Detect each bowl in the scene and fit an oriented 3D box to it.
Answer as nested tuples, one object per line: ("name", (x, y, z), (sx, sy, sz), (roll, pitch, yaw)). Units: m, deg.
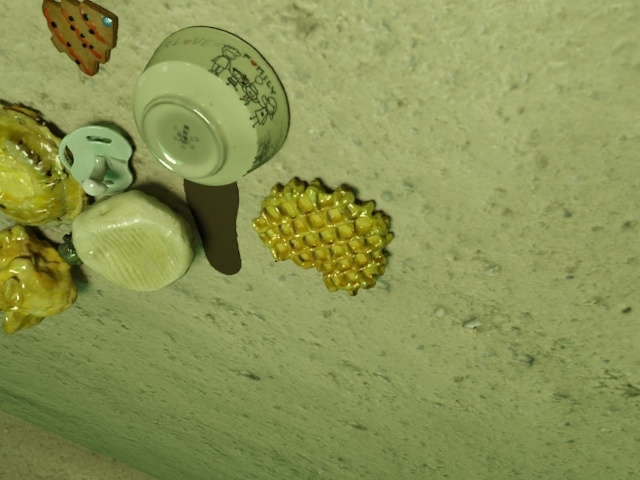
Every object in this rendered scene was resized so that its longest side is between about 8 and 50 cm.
("bowl", (-0.178, -0.176, 0.691), (0.237, 0.126, 0.238), (10, 133, 11))

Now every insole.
("insole", (-0.205, -0.047, 0.903), (0.111, 0.007, 0.328), (12, 133, 11))

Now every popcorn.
("popcorn", (-0.673, 0.092, 1.074), (0.190, 0.191, 0.254), (-6, 140, -17))

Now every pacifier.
("pacifier", (-0.399, -0.127, 0.816), (0.126, 0.117, 0.150), (12, 136, -20))

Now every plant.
("plant", (-0.530, 0.011, 1.021), (0.174, 0.087, 0.085), (-27, 83, 39))

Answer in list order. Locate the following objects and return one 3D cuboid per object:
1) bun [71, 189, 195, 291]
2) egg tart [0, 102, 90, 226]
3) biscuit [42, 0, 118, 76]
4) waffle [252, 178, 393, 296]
("bun", (-0.343, -0.008, 0.888), (0.231, 0.133, 0.231), (-2, 135, -2))
("egg tart", (-0.579, -0.127, 0.899), (0.278, 0.095, 0.279), (10, 132, 11))
("biscuit", (-0.359, -0.316, 0.701), (0.130, 0.019, 0.119), (-10, 127, 26))
("waffle", (0.000, -0.001, 0.841), (0.253, 0.056, 0.249), (11, 133, 7))
